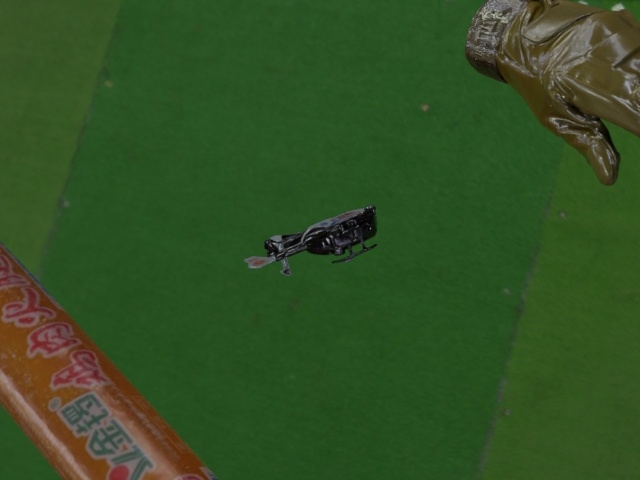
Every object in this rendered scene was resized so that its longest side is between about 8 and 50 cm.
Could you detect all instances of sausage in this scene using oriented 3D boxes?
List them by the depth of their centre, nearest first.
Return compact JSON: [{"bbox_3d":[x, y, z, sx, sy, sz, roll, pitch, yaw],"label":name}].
[{"bbox_3d":[-0.098,0.093,0.500,0.348,0.053,0.053,43,98,22],"label":"sausage"}]

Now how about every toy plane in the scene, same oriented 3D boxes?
[{"bbox_3d":[0.000,0.000,1.368,0.078,0.197,0.053,25,134,64],"label":"toy plane"}]

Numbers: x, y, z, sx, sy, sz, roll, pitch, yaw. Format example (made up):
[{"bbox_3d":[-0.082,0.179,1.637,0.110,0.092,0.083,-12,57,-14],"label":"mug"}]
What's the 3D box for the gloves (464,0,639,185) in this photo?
[{"bbox_3d":[0.302,-0.176,1.189,0.331,0.154,0.141,39,138,36],"label":"gloves"}]
